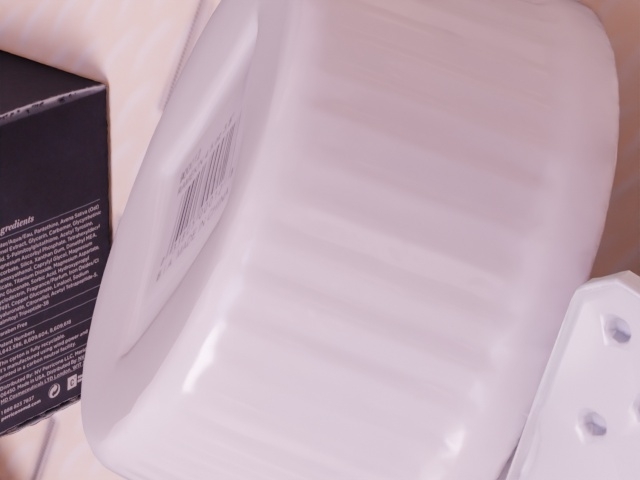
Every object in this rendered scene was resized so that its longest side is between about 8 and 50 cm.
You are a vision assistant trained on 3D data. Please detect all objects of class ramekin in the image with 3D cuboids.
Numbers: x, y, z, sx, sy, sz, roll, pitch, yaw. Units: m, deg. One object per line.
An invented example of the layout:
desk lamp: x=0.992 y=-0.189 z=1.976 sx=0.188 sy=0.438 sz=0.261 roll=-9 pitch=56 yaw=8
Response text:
ramekin: x=0.000 y=0.000 z=0.787 sx=0.135 sy=0.277 sz=0.277 roll=20 pitch=133 yaw=-16

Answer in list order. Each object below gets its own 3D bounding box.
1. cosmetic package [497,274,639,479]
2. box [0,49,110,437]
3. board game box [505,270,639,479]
cosmetic package: x=0.235 y=0.178 z=0.753 sx=0.217 sy=0.156 sz=0.385 roll=-40 pitch=79 yaw=43
box: x=-0.217 y=-0.007 z=1.106 sx=0.153 sy=0.108 sz=0.207 roll=21 pitch=120 yaw=34
board game box: x=0.209 y=0.253 z=0.660 sx=0.390 sy=0.050 sz=0.390 roll=35 pitch=131 yaw=28
